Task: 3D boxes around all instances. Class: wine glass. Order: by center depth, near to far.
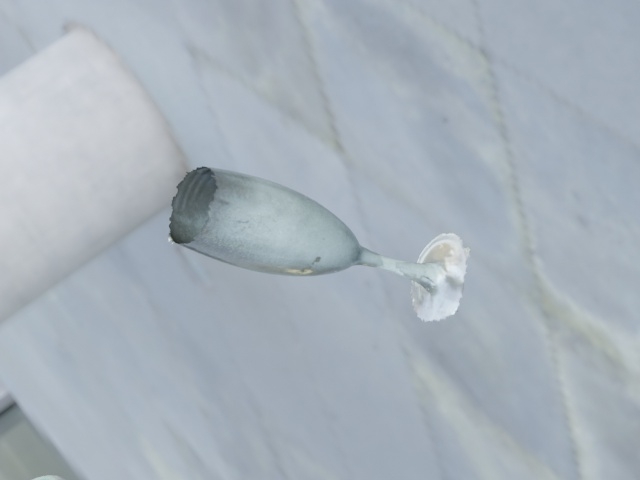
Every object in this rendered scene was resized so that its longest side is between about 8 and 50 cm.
[{"bbox_3d":[0.000,0.000,1.090,0.198,0.066,0.066,17,-175,-32],"label":"wine glass"}]

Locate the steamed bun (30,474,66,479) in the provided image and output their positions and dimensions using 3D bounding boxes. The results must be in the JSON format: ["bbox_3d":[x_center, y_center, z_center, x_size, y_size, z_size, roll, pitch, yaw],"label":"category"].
[{"bbox_3d":[-0.213,0.288,1.522,0.228,0.130,0.177,8,-143,-50],"label":"steamed bun"}]
